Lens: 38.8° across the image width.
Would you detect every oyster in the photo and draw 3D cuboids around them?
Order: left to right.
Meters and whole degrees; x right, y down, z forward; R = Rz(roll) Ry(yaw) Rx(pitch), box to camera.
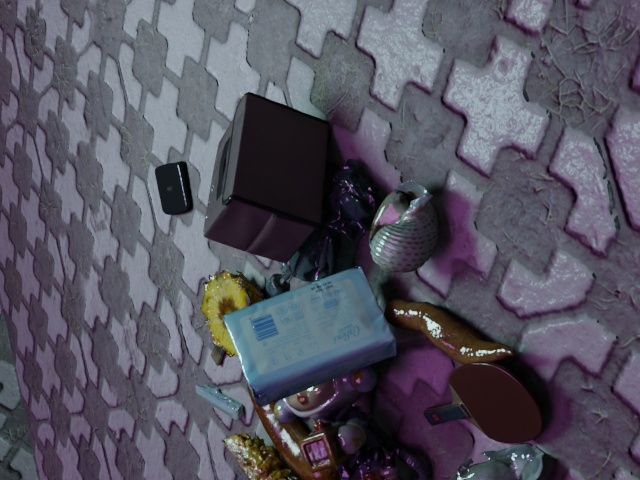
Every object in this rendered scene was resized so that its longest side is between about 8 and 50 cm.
[{"bbox_3d":[0.245,0.422,1.410,0.199,0.252,0.087,-13,130,43],"label":"oyster"}]

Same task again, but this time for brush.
[{"bbox_3d":[-0.226,0.224,2.133,0.043,0.014,0.170,51,132,35],"label":"brush"}]

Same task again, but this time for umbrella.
[{"bbox_3d":[0.002,-0.001,1.720,0.349,0.094,0.143,-52,34,38],"label":"umbrella"}]

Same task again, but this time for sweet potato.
[{"bbox_3d":[0.218,0.158,1.505,0.281,0.059,0.067,26,106,46],"label":"sweet potato"}]

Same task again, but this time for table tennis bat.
[{"bbox_3d":[0.255,0.271,1.483,0.154,0.021,0.274,55,147,-2],"label":"table tennis bat"}]

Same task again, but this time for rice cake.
[{"bbox_3d":[-0.242,0.380,2.173,0.180,0.030,0.042,17,116,50],"label":"rice cake"}]

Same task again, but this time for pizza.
[{"bbox_3d":[-0.123,0.483,1.962,0.161,0.085,0.305,52,168,-20],"label":"pizza"}]

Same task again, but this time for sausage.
[{"bbox_3d":[-0.059,0.404,1.904,0.302,0.076,0.103,49,137,34],"label":"sausage"}]

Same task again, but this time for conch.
[{"bbox_3d":[0.144,-0.016,1.529,0.153,0.102,0.135,-49,40,7],"label":"conch"}]

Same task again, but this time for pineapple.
[{"bbox_3d":[-0.180,0.160,2.008,0.225,0.076,0.224,18,113,47],"label":"pineapple"}]

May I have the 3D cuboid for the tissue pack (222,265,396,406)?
[{"bbox_3d":[-0.019,0.168,1.590,0.089,0.263,0.177,83,165,-55],"label":"tissue pack"}]

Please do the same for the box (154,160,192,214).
[{"bbox_3d":[-0.357,-0.126,2.216,0.126,0.027,0.125,-7,95,51],"label":"box"}]

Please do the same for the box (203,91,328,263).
[{"bbox_3d":[-0.099,-0.111,1.677,0.153,0.188,0.252,-47,33,46],"label":"box"}]

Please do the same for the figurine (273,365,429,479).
[{"bbox_3d":[0.019,0.311,1.684,0.261,0.186,0.382,-25,74,26],"label":"figurine"}]
